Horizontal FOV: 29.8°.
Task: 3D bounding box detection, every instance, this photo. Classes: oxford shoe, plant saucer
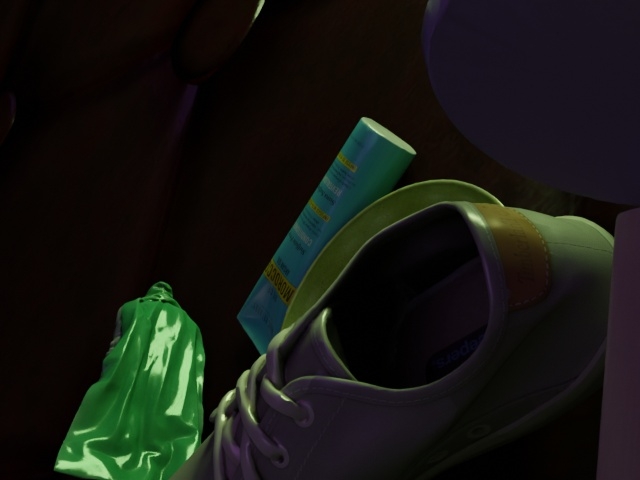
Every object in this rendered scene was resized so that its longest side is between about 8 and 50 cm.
[{"bbox_3d":[-0.007,0.119,0.767,0.449,0.130,0.169,-40,44,27],"label":"oxford shoe"},{"bbox_3d":[0.060,0.072,0.858,0.241,0.037,0.241,-29,46,34],"label":"plant saucer"}]

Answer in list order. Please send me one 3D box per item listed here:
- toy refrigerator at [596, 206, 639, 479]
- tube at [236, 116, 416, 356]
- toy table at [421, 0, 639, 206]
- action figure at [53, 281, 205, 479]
[{"bbox_3d":[0.208,0.115,0.611,0.102,0.094,0.269,-12,58,40],"label":"toy refrigerator"},{"bbox_3d":[0.000,0.000,0.976,0.207,0.052,0.080,-57,29,12],"label":"tube"},{"bbox_3d":[0.188,-0.136,0.673,0.161,0.274,0.252,-93,22,-53],"label":"toy table"},{"bbox_3d":[-0.144,0.123,1.013,0.063,0.137,0.232,-47,27,36],"label":"action figure"}]
